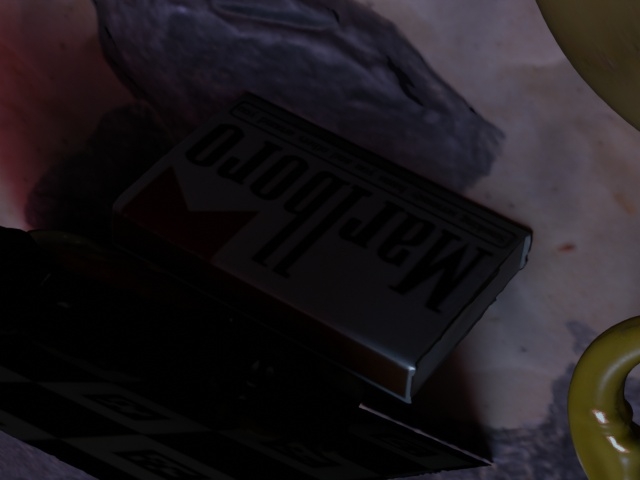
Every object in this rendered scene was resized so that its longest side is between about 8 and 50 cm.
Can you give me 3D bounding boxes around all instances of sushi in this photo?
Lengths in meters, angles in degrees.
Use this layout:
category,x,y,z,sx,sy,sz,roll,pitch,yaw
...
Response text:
category,x,y,z,sx,sy,sz,roll,pitch,yaw
sushi,-0.113,0.030,0.808,0.343,0.359,0.064,21,96,27

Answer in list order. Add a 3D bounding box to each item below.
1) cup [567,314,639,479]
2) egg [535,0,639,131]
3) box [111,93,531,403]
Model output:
category,x,y,z,sx,sy,sz,roll,pitch,yaw
cup,0.213,0.084,0.592,0.255,0.178,0.256,-12,115,16
egg,0.166,-0.108,0.464,0.201,0.201,0.244,58,177,-13
box,0.000,0.000,0.782,0.177,0.115,0.036,27,139,22
